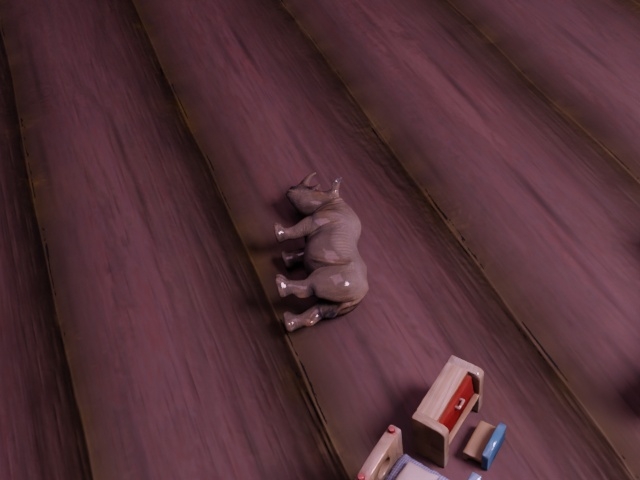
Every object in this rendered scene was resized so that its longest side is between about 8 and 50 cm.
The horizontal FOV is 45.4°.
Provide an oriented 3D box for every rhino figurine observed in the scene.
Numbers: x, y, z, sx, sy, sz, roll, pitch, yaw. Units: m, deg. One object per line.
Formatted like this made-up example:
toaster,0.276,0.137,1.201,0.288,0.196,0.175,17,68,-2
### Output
rhino figurine,0.000,0.000,0.953,0.106,0.073,0.243,-10,46,6

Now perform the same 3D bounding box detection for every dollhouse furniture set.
dollhouse furniture set,0.136,0.205,0.709,0.129,0.129,0.183,23,56,26
